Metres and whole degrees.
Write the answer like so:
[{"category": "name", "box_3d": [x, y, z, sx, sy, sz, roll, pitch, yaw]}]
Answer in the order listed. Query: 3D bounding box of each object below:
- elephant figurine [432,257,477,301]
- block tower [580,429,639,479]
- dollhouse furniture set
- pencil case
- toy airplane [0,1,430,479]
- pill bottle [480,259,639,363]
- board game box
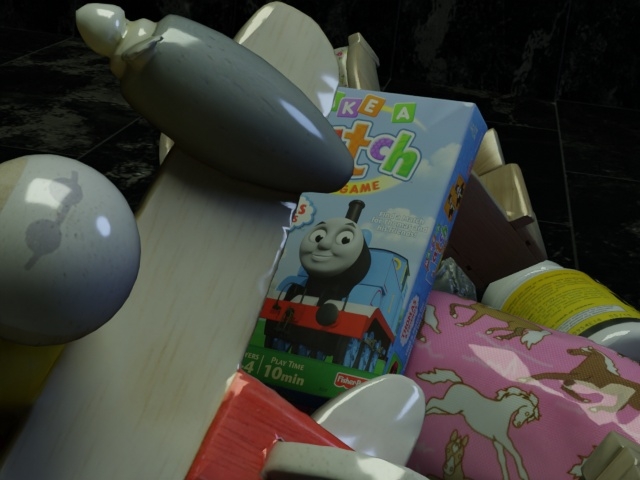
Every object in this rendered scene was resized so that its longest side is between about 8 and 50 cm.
[{"category": "elephant figurine", "box_3d": [0.070, 0.036, 1.194, 0.239, 0.186, 0.169, 5, 31, 34]}, {"category": "block tower", "box_3d": [0.182, 0.215, 0.584, 0.091, 0.097, 0.335, 32, 15, -18]}, {"category": "dollhouse furniture set", "box_3d": [-0.015, -0.109, 1.116, 0.303, 0.174, 0.355, -23, 51, 18]}, {"category": "pencil case", "box_3d": [0.106, 0.136, 0.890, 0.386, 0.167, 0.160, 16, 41, 29]}, {"category": "toy airplane", "box_3d": [-0.111, 0.064, 0.690, 0.384, 0.272, 0.386, -17, 63, -15]}, {"category": "pill bottle", "box_3d": [0.215, 0.093, 1.165, 0.119, 0.119, 0.208, 2, 17, -16]}, {"category": "board game box", "box_3d": [0.000, 0.000, 0.890, 0.160, 0.211, 0.039, 10, -22, 27]}]
